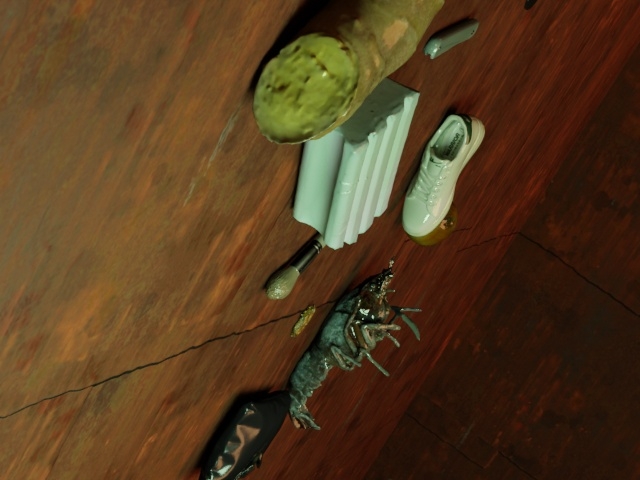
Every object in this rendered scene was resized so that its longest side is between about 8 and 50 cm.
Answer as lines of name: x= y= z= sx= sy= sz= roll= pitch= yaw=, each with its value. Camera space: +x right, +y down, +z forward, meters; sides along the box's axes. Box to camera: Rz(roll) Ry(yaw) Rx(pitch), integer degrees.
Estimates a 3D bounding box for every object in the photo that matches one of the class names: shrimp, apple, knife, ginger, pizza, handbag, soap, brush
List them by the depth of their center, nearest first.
ginger: x=0.048 y=-0.252 z=1.341 sx=0.354 sy=0.126 sz=0.190 roll=-47 pitch=172 yaw=-17
soap: x=0.045 y=-0.113 z=1.642 sx=0.173 sy=0.095 sz=0.289 roll=-46 pitch=162 yaw=-32
knife: x=0.218 y=-0.334 z=1.824 sx=0.162 sy=0.023 sz=0.044 roll=-35 pitch=152 yaw=-50
brush: x=0.000 y=0.000 z=1.859 sx=0.299 sy=0.039 sz=0.042 roll=-48 pitch=166 yaw=-34
pizza: x=-0.033 y=0.152 z=2.086 sx=0.083 sy=0.016 sz=0.037 roll=-57 pitch=165 yaw=20
handbag: x=-0.147 y=0.387 z=2.101 sx=0.211 sy=0.088 sz=0.254 roll=-59 pitch=167 yaw=5
shrimp: x=0.058 y=0.218 z=2.251 sx=0.410 sy=0.166 sz=0.221 roll=-45 pitch=-161 yaw=12
apple: x=0.228 y=-0.041 z=2.272 sx=0.114 sy=0.099 sz=0.102 roll=-17 pitch=178 yaw=33

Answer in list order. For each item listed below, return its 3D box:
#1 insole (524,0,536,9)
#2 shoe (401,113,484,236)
insole: x=0.448 y=-0.550 z=2.087 sx=0.086 sy=0.005 sz=0.253 roll=-32 pitch=152 yaw=-51
shoe: x=0.222 y=-0.134 z=2.130 sx=0.265 sy=0.095 sz=0.110 roll=-63 pitch=158 yaw=5
